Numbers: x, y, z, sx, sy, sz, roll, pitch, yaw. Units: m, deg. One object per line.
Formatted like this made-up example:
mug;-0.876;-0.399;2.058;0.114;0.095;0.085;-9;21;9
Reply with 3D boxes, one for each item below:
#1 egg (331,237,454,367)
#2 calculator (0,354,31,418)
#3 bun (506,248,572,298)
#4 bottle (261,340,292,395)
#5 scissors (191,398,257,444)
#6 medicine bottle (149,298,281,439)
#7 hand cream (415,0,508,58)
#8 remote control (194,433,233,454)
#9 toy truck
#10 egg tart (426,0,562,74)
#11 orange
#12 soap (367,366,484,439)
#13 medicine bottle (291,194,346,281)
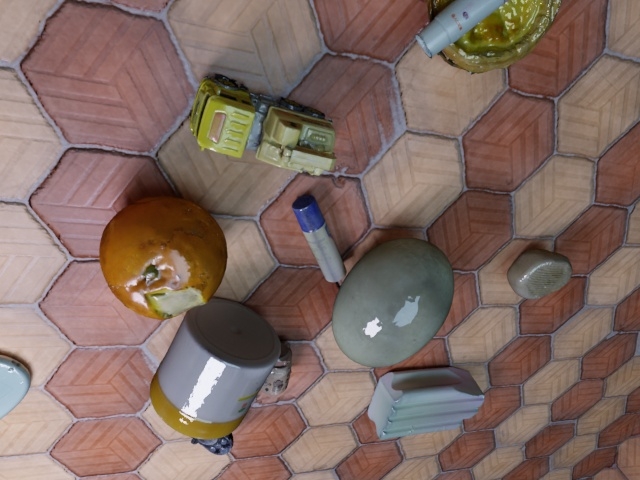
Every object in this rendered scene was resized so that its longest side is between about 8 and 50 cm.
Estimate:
egg;0.171;0.150;1.105;0.259;0.258;0.352;23;109;-29
calculator;-0.803;0.361;1.035;0.295;0.042;0.184;-36;125;4
bun;0.619;0.085;1.310;0.173;0.113;0.166;27;117;-32
bottle;-0.118;0.330;1.220;0.099;0.099;0.152;1;122;-19
scissors;-0.287;0.485;1.305;0.160;0.024;0.317;26;112;-33
medicine bottle;-0.242;0.293;1.066;0.238;0.237;0.231;20;112;-29
hand cream;0.317;-0.449;0.801;0.331;0.058;0.085;-36;96;11
remote control;-0.341;0.487;1.251;0.090;0.066;0.265;-38;110;9
toy truck;-0.096;-0.200;0.854;0.273;0.157;0.124;12;117;-25
egg tart;0.329;-0.461;0.879;0.279;0.095;0.278;-6;125;-9
orange;-0.301;0.031;0.890;0.240;0.240;0.239;-9;123;-14
soap;0.351;0.522;1.491;0.348;0.115;0.208;2;121;-20
medicine bottle;0.000;0.000;1.073;0.059;0.059;0.230;-26;126;-2
